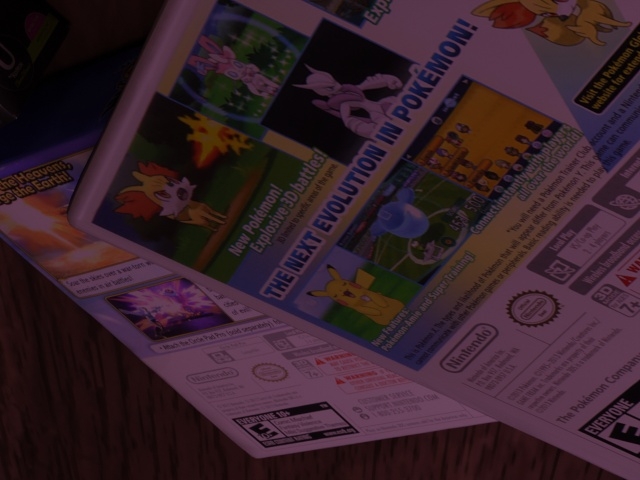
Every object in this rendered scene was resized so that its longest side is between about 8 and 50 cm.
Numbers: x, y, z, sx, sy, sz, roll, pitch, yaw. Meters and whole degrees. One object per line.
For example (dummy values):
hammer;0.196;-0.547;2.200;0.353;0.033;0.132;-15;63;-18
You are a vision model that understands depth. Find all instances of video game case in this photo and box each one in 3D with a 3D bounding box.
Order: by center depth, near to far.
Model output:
video game case;0.084;-0.037;0.606;0.300;0.036;0.329;25;144;-9
video game case;0.000;0.000;0.772;0.269;0.061;0.244;-14;133;38

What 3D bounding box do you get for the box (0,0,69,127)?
box;-0.167;-0.079;0.747;0.083;0.062;0.052;-22;126;43
